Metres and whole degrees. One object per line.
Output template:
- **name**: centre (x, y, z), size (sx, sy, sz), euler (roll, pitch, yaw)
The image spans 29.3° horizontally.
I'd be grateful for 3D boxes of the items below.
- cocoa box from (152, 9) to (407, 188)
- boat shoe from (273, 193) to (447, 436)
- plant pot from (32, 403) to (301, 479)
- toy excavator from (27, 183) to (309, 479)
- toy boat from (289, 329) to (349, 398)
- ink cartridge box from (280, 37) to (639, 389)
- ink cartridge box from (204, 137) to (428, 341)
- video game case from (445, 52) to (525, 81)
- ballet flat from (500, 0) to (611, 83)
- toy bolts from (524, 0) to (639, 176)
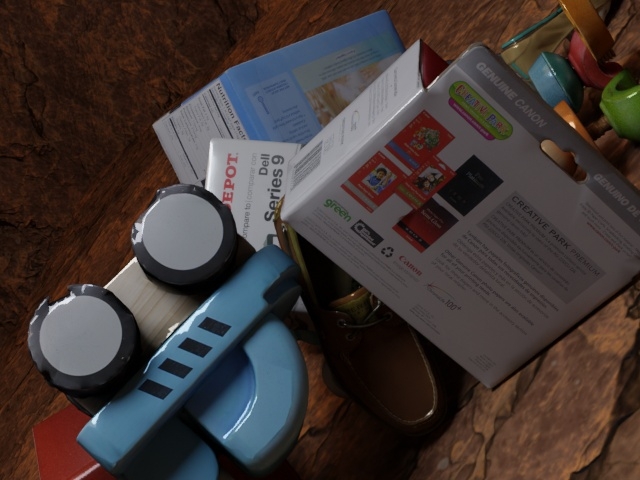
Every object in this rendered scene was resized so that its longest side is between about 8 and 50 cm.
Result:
- **cocoa box**: centre (-0.026, -0.167, 1.847), size (0.347, 0.231, 0.228), euler (-28, 2, -39)
- **boat shoe**: centre (0.035, 0.080, 1.343), size (0.110, 0.307, 0.104), euler (-33, -11, -4)
- **plant pot**: centre (-0.178, 0.293, 1.533), size (0.235, 0.267, 0.267), euler (-40, 18, -5)
- **toy excavator**: centre (-0.107, 0.233, 1.237), size (0.433, 0.445, 0.222), euler (-47, -10, -14)
- **toy boat**: centre (-0.022, 0.083, 1.618), size (0.318, 0.267, 0.148), euler (31, 73, 39)
- **ink cartridge box**: centre (0.165, -0.042, 1.258), size (0.272, 0.309, 0.130), euler (-41, 21, 24)
- **ink cartridge box**: centre (0.000, 0.000, 1.479), size (0.121, 0.289, 0.211), euler (80, -165, -76)
- **video game case**: centre (0.219, -0.212, 1.701), size (0.196, 0.026, 0.274), euler (-8, 21, -4)
- **ballet flat**: centre (0.342, -0.294, 1.678), size (0.232, 0.073, 0.080), euler (-39, 3, -20)
- **toy bolts**: centre (0.276, -0.186, 1.441), size (0.158, 0.218, 0.228), euler (-32, 16, 13)
